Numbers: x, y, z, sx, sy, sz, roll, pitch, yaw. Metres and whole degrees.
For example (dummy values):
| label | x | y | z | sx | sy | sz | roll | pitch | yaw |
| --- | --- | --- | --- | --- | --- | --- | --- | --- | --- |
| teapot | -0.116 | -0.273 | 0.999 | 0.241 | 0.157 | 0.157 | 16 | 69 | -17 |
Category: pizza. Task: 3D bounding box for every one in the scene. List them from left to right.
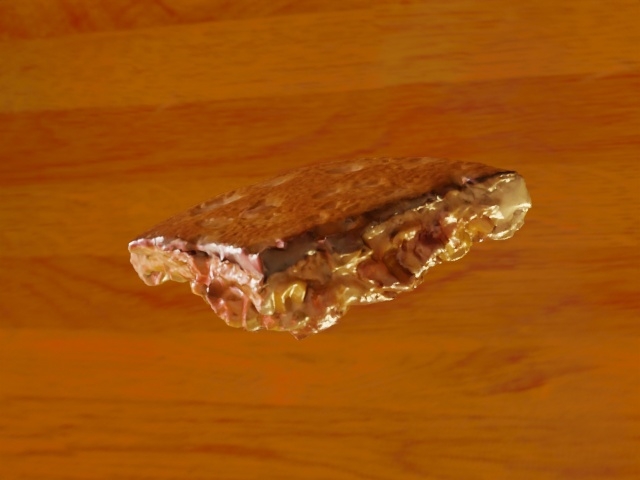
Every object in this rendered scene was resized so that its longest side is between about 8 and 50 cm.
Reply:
| label | x | y | z | sx | sy | sz | roll | pitch | yaw |
| --- | --- | --- | --- | --- | --- | --- | --- | --- | --- |
| pizza | 0.000 | 0.000 | 1.357 | 0.409 | 0.278 | 0.114 | -14 | 113 | 10 |
